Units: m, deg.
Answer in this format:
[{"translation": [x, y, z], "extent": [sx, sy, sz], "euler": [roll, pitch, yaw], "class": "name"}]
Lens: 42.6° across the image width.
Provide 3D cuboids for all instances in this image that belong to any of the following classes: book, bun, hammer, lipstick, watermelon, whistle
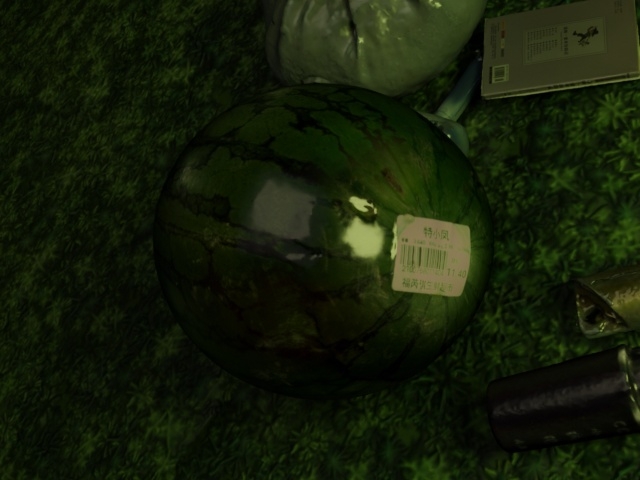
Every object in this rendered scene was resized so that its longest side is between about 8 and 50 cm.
[{"translation": [0.284, -0.232, 0.979], "extent": [0.182, 0.014, 0.127], "euler": [-5, 60, 23], "class": "book"}, {"translation": [0.061, -0.350, 1.107], "extent": [0.355, 0.194, 0.354], "euler": [-17, 58, 29], "class": "bun"}, {"translation": [0.164, -0.171, 1.025], "extent": [0.116, 0.069, 0.194], "euler": [24, 72, 42], "class": "hammer"}, {"translation": [0.295, 0.130, 0.739], "extent": [0.300, 0.081, 0.081], "euler": [-21, 54, 27], "class": "lipstick"}, {"translation": [0.000, 0.000, 0.859], "extent": [0.363, 0.363, 0.363], "euler": [-17, 56, 27], "class": "watermelon"}, {"translation": [0.391, 0.029, 0.742], "extent": [0.326, 0.057, 0.068], "euler": [-16, 57, 28], "class": "whistle"}]
